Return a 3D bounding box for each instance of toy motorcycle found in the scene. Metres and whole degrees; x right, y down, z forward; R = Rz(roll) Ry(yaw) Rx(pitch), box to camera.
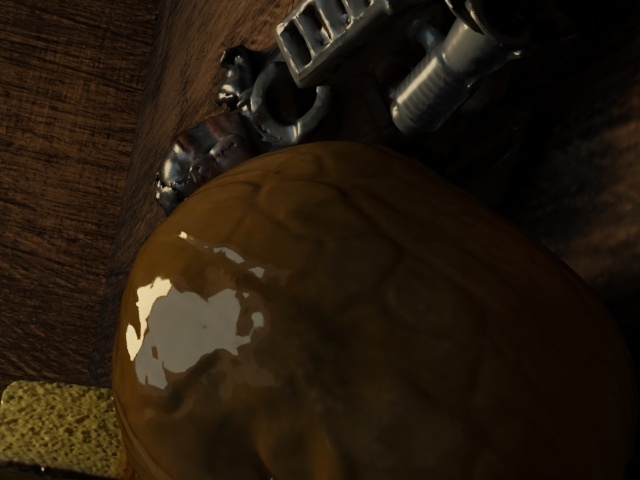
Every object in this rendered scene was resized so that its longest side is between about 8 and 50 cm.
[{"bbox_3d":[0.037,-0.092,0.571,0.401,0.207,0.134,-50,56,55],"label":"toy motorcycle"}]

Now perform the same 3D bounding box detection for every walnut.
[{"bbox_3d":[0.021,0.060,0.489,0.193,0.225,0.193,-46,-31,-37],"label":"walnut"}]

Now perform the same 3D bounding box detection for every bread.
[{"bbox_3d":[-0.177,0.238,1.035,0.135,0.240,0.178,-93,17,-61],"label":"bread"}]
